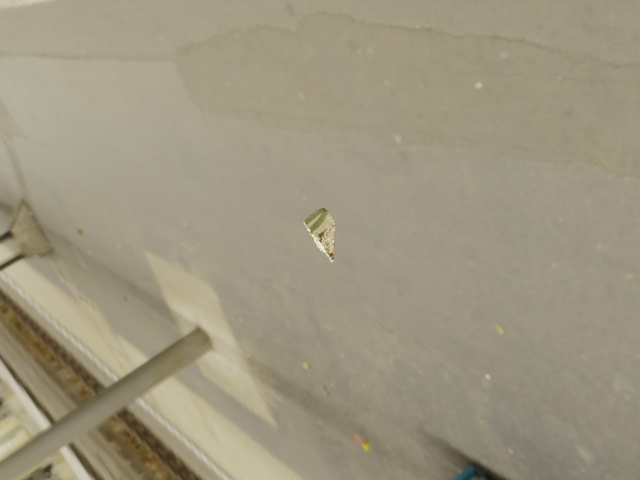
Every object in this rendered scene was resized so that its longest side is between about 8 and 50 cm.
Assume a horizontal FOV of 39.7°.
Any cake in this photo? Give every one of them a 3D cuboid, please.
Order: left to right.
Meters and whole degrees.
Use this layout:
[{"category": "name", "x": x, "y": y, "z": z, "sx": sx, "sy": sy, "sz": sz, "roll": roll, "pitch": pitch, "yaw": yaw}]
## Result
[{"category": "cake", "x": 0.000, "y": 0.000, "z": 1.702, "sx": 0.051, "sy": 0.055, "sz": 0.140, "roll": 47, "pitch": 158, "yaw": 28}]
